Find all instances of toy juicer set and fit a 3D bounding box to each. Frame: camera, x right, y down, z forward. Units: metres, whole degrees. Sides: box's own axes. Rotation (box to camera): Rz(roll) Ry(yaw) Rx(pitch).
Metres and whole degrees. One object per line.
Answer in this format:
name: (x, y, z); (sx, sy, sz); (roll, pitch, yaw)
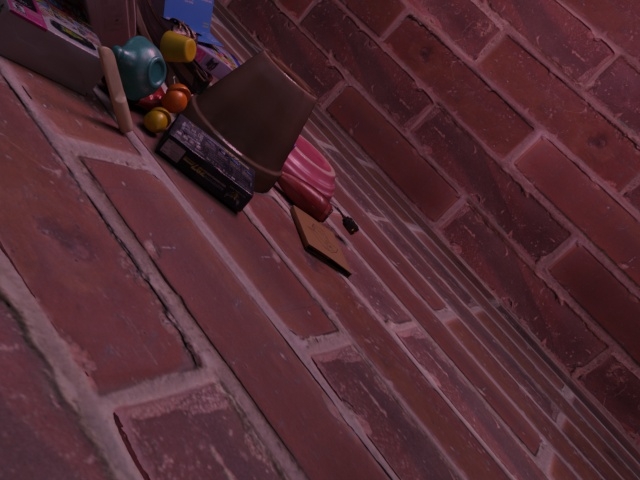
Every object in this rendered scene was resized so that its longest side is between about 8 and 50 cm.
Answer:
toy juicer set: (-0.387, -0.330, 1.326); (0.089, 0.209, 0.329); (15, 26, 15)

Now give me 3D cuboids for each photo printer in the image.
photo printer: (-0.501, -0.633, 1.379); (0.256, 0.107, 0.308); (122, -49, -65)

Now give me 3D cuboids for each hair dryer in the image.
hair dryer: (-0.031, -0.116, 1.845); (0.293, 0.080, 0.223); (37, 2, -43)

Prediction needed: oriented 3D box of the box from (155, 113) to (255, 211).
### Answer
box: (-0.258, -0.182, 1.430); (0.232, 0.059, 0.183); (38, 17, -20)

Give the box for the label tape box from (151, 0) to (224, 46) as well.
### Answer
label tape box: (-0.433, -0.717, 1.796); (0.333, 0.106, 0.240); (41, 23, 11)

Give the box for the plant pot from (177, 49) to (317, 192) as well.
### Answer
plant pot: (-0.169, -0.339, 1.646); (0.323, 0.280, 0.323); (40, 15, -13)

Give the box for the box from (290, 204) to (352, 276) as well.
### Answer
box: (0.000, 0.000, 1.674); (0.164, 0.021, 0.201); (34, 18, -32)

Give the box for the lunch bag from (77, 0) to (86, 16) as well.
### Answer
lunch bag: (-0.626, -0.645, 1.605); (0.243, 0.115, 0.303); (29, 21, -37)

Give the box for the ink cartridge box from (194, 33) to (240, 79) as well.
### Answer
ink cartridge box: (-0.331, -0.568, 1.931); (0.311, 0.065, 0.186); (29, 22, -48)

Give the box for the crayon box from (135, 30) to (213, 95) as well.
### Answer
crayon box: (-0.483, -0.591, 1.868); (0.318, 0.081, 0.202); (32, 21, -36)

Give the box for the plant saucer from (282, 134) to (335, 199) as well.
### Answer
plant saucer: (-0.066, -0.276, 2.092); (0.332, 0.084, 0.332); (40, 16, -14)

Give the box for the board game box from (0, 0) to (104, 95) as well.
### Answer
board game box: (-0.584, -0.456, 1.258); (0.224, 0.097, 0.303); (24, 25, -53)

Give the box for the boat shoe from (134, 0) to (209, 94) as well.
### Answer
boat shoe: (-0.390, -0.521, 1.605); (0.132, 0.130, 0.355); (58, -7, 28)

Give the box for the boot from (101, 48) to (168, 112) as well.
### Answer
boot: (-0.464, -0.402, 1.441); (0.244, 0.088, 0.176); (53, 19, 17)

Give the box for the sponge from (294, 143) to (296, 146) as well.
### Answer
sponge: (-0.183, -0.312, 1.834); (0.210, 0.117, 0.031); (45, 18, 2)
